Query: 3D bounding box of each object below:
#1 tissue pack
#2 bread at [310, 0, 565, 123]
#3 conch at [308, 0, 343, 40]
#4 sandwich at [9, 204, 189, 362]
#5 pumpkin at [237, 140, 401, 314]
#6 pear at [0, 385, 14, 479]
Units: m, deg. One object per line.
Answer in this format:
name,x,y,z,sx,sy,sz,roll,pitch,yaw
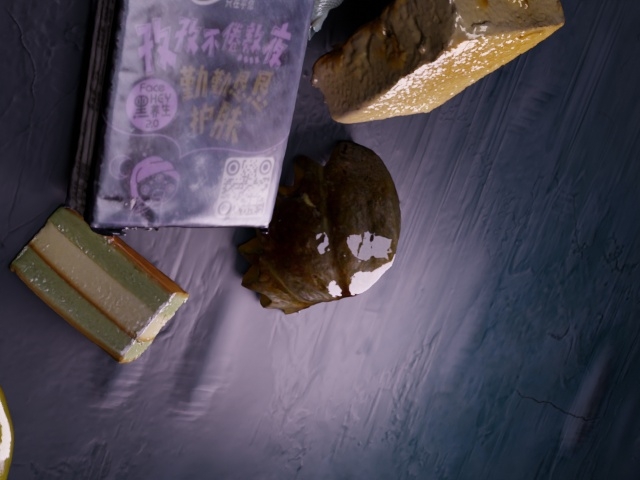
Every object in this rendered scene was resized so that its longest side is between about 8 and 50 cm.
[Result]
tissue pack,-0.145,-0.189,1.581,0.259,0.122,0.361,-1,110,-34
bread,0.135,-0.241,1.638,0.185,0.275,0.114,-12,78,-36
conch,-0.007,-0.290,1.657,0.056,0.076,0.085,36,69,3
sandwich,-0.270,0.053,1.674,0.187,0.144,0.117,40,86,-2
pumpkin,0.000,0.000,1.742,0.130,0.149,0.254,13,104,-44
pear,-0.477,0.230,1.456,0.294,0.294,0.294,-14,118,-27
